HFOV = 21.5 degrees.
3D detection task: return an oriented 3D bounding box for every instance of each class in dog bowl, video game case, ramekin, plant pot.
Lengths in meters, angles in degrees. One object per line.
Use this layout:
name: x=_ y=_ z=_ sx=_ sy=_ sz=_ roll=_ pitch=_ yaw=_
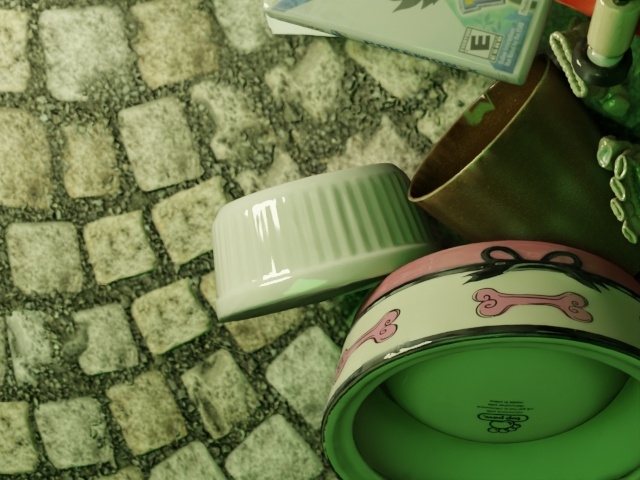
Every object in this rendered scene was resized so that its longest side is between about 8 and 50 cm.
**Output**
dog bowl: x=0.203 y=0.156 z=1.834 sx=0.408 sy=0.150 sz=0.408 roll=1 pitch=143 yaw=0
video game case: x=0.128 y=-0.357 z=1.804 sx=0.300 sy=0.036 sz=0.329 roll=17 pitch=83 yaw=18
ramekin: x=0.000 y=0.000 z=1.920 sx=0.273 sy=0.273 sz=0.127 roll=-17 pitch=84 yaw=26
plant pot: x=0.252 y=-0.049 z=1.843 sx=0.230 sy=0.215 sz=0.215 roll=42 pitch=117 yaw=-11

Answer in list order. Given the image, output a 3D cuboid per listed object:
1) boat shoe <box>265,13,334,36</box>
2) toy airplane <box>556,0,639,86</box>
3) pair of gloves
boat shoe: x=0.081 y=-0.292 z=1.875 sx=0.335 sy=0.121 sz=0.119 roll=1 pitch=109 yaw=25
toy airplane: x=0.424 y=-0.289 z=1.637 sx=0.386 sy=0.272 sz=0.384 roll=-29 pitch=135 yaw=32
pair of gloves: x=0.311 y=-0.125 z=1.779 sx=0.042 sy=0.204 sz=0.240 roll=-23 pitch=96 yaw=26
